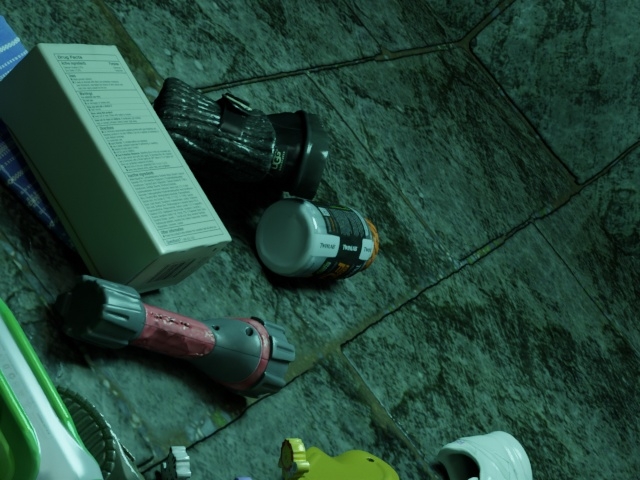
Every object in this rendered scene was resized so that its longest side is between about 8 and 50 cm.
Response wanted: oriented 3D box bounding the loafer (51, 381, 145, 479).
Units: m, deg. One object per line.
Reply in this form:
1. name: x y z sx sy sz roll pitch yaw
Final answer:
1. loafer: -0.228 0.257 1.413 0.251 0.094 0.087 50 -18 15

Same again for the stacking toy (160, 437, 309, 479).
1. stacking toy: -0.074 0.322 1.515 0.167 0.052 0.221 2 50 -27

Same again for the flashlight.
1. flashlight: -0.167 0.117 1.656 0.304 0.103 0.103 23 32 -45

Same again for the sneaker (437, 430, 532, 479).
1. sneaker: 0.261 0.414 1.953 0.152 0.114 0.305 5 44 -37

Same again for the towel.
1. towel: -0.364 -0.140 1.765 0.336 0.040 0.243 46 27 -7

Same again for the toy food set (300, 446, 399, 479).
1. toy food set: 0.018 0.328 1.711 0.128 0.071 0.218 20 15 14

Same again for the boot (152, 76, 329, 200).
1. boot: -0.133 -0.157 2.050 0.260 0.131 0.348 13 3 -8

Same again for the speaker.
1. speaker: -0.323 0.157 1.327 0.297 0.131 0.131 57 27 15

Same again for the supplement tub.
1. supplement tub: 0.000 0.000 2.058 0.190 0.117 0.117 6 49 -54

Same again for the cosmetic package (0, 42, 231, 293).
1. cosmetic package: -0.263 -0.091 1.712 0.309 0.113 0.160 58 28 12
